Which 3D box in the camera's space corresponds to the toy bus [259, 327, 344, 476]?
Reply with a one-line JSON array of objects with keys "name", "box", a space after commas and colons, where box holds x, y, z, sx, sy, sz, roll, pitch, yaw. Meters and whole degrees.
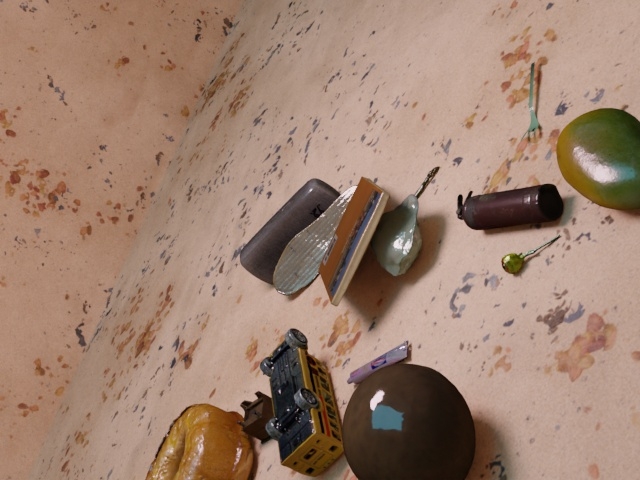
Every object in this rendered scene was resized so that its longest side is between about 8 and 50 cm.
[{"name": "toy bus", "box": [-0.040, 0.335, 1.953, 0.121, 0.123, 0.336, -48, 26, 19]}]

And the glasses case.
[{"name": "glasses case", "box": [-0.072, -0.021, 2.410, 0.323, 0.131, 0.074, -45, 26, 24]}]

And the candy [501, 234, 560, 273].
[{"name": "candy", "box": [0.385, 0.022, 1.692, 0.123, 0.035, 0.035, -32, 22, 24]}]

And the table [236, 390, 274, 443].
[{"name": "table", "box": [-0.133, 0.397, 2.090, 0.083, 0.082, 0.070, -37, 31, 35]}]

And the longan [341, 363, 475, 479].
[{"name": "longan", "box": [0.147, 0.330, 1.541, 0.248, 0.248, 0.248, -41, 30, 29]}]

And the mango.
[{"name": "mango", "box": [0.500, -0.132, 1.579, 0.156, 0.114, 0.251, -40, 41, 11]}]

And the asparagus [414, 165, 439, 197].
[{"name": "asparagus", "box": [0.221, -0.108, 2.134, 0.163, 0.016, 0.016, -54, 7, 8]}]

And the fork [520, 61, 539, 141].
[{"name": "fork", "box": [0.448, -0.291, 1.949, 0.039, 0.021, 0.235, -25, 38, 41]}]

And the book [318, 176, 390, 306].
[{"name": "book", "box": [0.069, -0.010, 2.108, 0.263, 0.028, 0.374, -64, 8, 7]}]

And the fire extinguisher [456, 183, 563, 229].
[{"name": "fire extinguisher", "box": [0.351, -0.068, 1.795, 0.267, 0.072, 0.089, -8, 62, 57]}]

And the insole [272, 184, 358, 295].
[{"name": "insole", "box": [0.000, 0.000, 2.322, 0.348, 0.009, 0.119, -46, 70, 13]}]

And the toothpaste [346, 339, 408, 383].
[{"name": "toothpaste", "box": [0.116, 0.254, 1.886, 0.170, 0.028, 0.045, -35, 26, 34]}]

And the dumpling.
[{"name": "dumpling", "box": [0.178, -0.017, 2.011, 0.149, 0.105, 0.217, -38, 24, 12]}]

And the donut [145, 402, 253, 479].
[{"name": "donut", "box": [-0.284, 0.534, 2.122, 0.299, 0.150, 0.317, -48, 27, 24]}]
